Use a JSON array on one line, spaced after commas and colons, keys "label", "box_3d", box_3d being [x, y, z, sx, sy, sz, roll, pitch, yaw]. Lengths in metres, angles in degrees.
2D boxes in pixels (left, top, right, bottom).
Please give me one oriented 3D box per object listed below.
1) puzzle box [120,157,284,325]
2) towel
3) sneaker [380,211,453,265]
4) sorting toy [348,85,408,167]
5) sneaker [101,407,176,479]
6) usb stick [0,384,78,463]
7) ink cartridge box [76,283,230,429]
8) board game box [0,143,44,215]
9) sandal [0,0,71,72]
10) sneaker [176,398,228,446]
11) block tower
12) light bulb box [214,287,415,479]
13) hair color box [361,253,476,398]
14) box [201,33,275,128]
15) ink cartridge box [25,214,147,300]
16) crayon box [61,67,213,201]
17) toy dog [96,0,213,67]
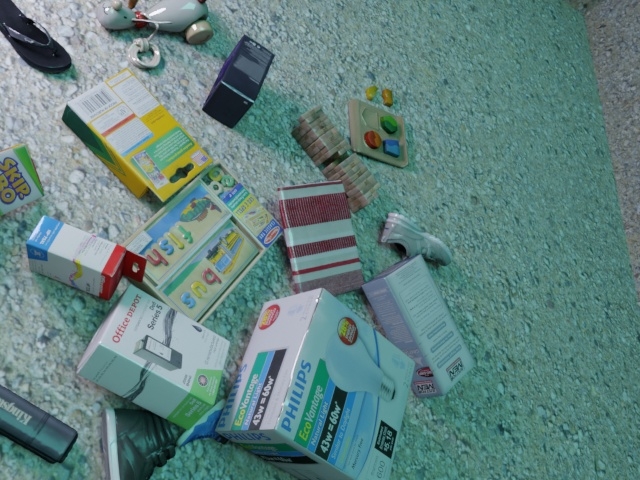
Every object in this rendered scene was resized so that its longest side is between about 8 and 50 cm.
[{"label": "puzzle box", "box_3d": [-0.296, 0.007, 1.536, 0.272, 0.052, 0.409, 48, 51, -13]}, {"label": "towel", "box_3d": [0.000, 0.000, 1.718, 0.237, 0.037, 0.329, -10, 88, -37]}, {"label": "sneaker", "box_3d": [0.303, 0.019, 1.942, 0.281, 0.105, 0.115, 31, 85, -22]}, {"label": "sorting toy", "box_3d": [0.201, -0.413, 2.078, 0.229, 0.041, 0.307, 12, 64, -30]}, {"label": "sneaker", "box_3d": [-0.365, 0.487, 1.249, 0.146, 0.104, 0.296, 0, 65, -29]}, {"label": "usb stick", "box_3d": [-0.611, 0.342, 1.186, 0.278, 0.045, 0.077, 38, 54, -14]}, {"label": "ink cartridge box", "box_3d": [-0.354, 0.253, 1.316, 0.272, 0.115, 0.198, 34, 29, -18]}, {"label": "board game box", "box_3d": [-0.687, -0.114, 1.264, 0.259, 0.039, 0.124, -52, 134, -59]}, {"label": "sandal", "box_3d": [-0.727, -0.513, 1.480, 0.254, 0.054, 0.097, 42, 52, -12]}, {"label": "sneaker", "box_3d": [-0.251, 0.440, 1.379, 0.085, 0.058, 0.152, 50, 44, 6]}, {"label": "block tower", "box_3d": [0.049, -0.250, 1.871, 0.335, 0.097, 0.091, 53, 51, -5]}, {"label": "light bulb box", "box_3d": [0.002, 0.366, 1.444, 0.361, 0.225, 0.358, 40, 52, -28]}, {"label": "hair color box", "box_3d": [0.292, 0.251, 1.778, 0.185, 0.113, 0.375, -28, 91, -40]}, {"label": "box", "box_3d": [-0.235, -0.454, 1.727, 0.108, 0.153, 0.207, 30, 55, -20]}, {"label": "ink cartridge box", "box_3d": [-0.503, 0.050, 1.304, 0.231, 0.134, 0.078, 23, 56, -8]}, {"label": "crayon box", "box_3d": [-0.459, -0.254, 1.531, 0.323, 0.083, 0.203, 47, 52, -7]}, {"label": "toy dog", "box_3d": [-0.428, -0.643, 1.674, 0.220, 0.161, 0.333, 51, 51, -4]}]
